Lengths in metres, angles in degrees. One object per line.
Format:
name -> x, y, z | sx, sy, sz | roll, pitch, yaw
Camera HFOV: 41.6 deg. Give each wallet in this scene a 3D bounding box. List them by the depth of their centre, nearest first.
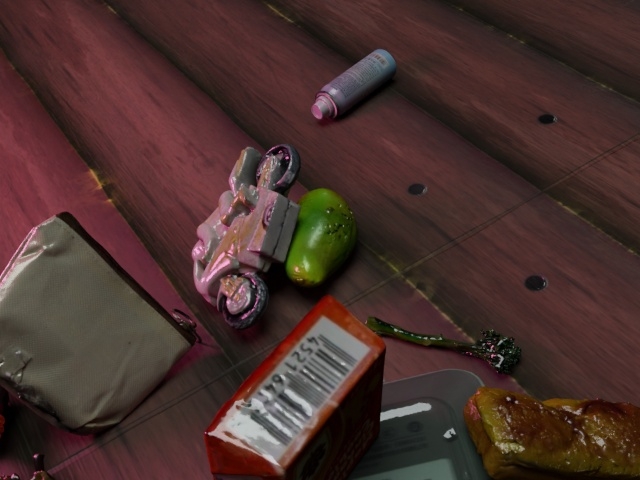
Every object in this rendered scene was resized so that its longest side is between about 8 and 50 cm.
wallet -> -0.368, 0.143, 1.313 | 0.275, 0.335, 0.068 | -52, 25, -22

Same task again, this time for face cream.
face cream -> 0.070, -0.343, 1.880 | 0.075, 0.075, 0.229 | 29, 56, 37

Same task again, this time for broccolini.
broccolini -> 0.189, 0.151, 1.329 | 0.254, 0.058, 0.071 | 14, 5, 22

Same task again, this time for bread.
bread -> 0.321, 0.252, 1.088 | 0.270, 0.077, 0.139 | 11, 33, -16

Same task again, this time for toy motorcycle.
toy motorcycle -> -0.139, -0.010, 1.484 | 0.222, 0.107, 0.341 | -1, 68, 46

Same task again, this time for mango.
mango -> 0.000, 0.000, 1.495 | 0.125, 0.111, 0.233 | -9, 40, 15

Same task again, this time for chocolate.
chocolate -> -0.020, 0.226, 1.010 | 0.108, 0.235, 0.237 | 26, 52, 22

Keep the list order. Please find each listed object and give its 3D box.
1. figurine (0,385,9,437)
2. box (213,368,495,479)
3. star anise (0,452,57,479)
figurine -> -0.612, 0.287, 1.333 | 0.245, 0.110, 0.138 | -15, 51, 2
box -> 0.065, 0.361, 1.082 | 0.395, 0.111, 0.397 | -13, 40, 0
star anise -> -0.404, 0.415, 1.118 | 0.220, 0.126, 0.190 | -54, 24, -10
